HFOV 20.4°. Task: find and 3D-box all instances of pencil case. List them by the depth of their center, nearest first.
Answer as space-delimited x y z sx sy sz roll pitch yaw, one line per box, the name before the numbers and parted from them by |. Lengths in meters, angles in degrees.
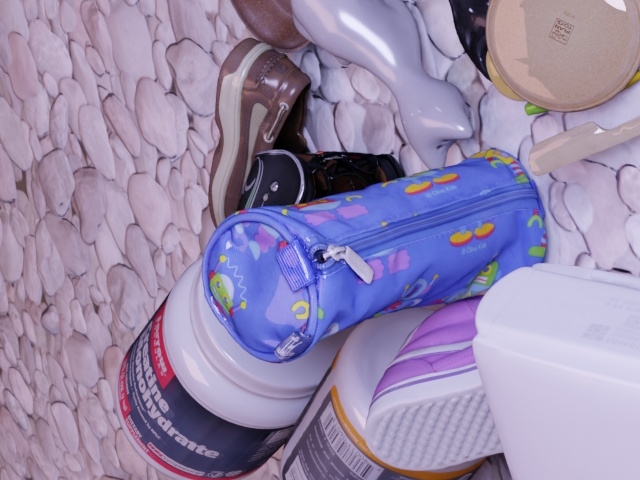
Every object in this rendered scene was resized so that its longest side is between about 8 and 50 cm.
pencil case | 0.053 0.007 1.405 0.133 0.306 0.119 -25 83 48

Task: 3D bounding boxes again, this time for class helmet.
helmet | 0.000 0.000 1.623 0.169 0.169 0.161 2 92 58

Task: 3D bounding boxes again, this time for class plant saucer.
plant saucer | -0.036 -0.275 1.658 0.198 0.036 0.199 34 133 47

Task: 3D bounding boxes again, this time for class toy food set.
toy food set | 0.181 -0.157 1.336 0.132 0.038 0.192 -20 94 25

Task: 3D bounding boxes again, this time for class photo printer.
photo printer | 0.254 0.172 1.256 0.256 0.107 0.307 13 136 37

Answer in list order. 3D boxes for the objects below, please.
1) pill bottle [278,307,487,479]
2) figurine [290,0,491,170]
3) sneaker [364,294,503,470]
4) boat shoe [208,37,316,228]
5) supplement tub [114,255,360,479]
pill bottle | 0.054 0.194 1.636 0.162 0.162 0.278 59 148 22
figurine | 0.080 -0.184 1.477 0.209 0.092 0.215 54 146 20
sneaker | 0.178 0.090 1.433 0.282 0.161 0.102 -8 122 25
boat shoe | -0.050 -0.075 1.735 0.095 0.095 0.257 24 144 18
supplement tub | -0.085 0.120 1.792 0.191 0.191 0.272 63 149 15
